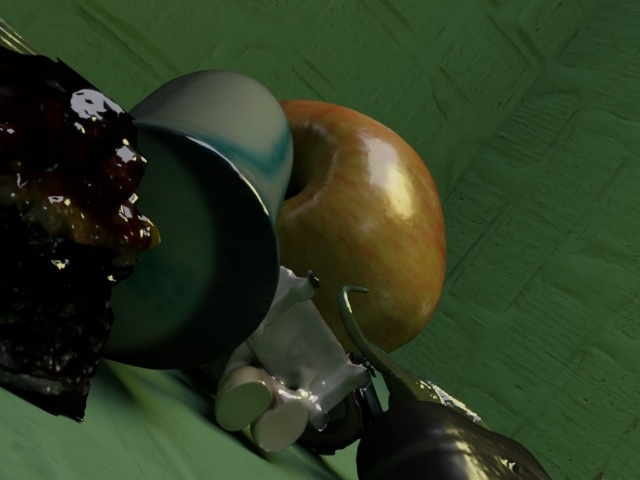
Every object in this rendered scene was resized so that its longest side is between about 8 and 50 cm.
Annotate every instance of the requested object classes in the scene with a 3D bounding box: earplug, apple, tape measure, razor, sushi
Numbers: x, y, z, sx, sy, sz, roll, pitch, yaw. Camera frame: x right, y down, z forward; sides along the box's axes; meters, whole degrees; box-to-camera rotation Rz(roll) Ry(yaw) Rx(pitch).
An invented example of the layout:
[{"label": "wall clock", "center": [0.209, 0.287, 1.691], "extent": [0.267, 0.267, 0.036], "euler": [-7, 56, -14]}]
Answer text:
[{"label": "earplug", "center": [-0.095, -0.057, 0.785], "extent": [0.185, 0.185, 0.324], "euler": [39, 25, -9]}, {"label": "apple", "center": [0.000, 0.000, 1.414], "extent": [0.391, 0.391, 0.346], "euler": [37, -9, 41]}, {"label": "tape measure", "center": [0.009, 0.183, 0.914], "extent": [0.180, 0.107, 0.104], "euler": [-86, 154, -63]}, {"label": "razor", "center": [0.151, 0.253, 0.690], "extent": [0.204, 0.113, 0.349], "euler": [33, 9, -28]}, {"label": "sushi", "center": [-0.170, -0.024, 0.542], "extent": [0.172, 0.150, 0.153], "euler": [39, -1, -32]}]

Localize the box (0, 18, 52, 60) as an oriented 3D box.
[{"label": "box", "center": [-0.496, -0.255, 1.302], "extent": [0.226, 0.149, 0.226], "euler": [39, -1, 1]}]

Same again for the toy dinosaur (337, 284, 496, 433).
[{"label": "toy dinosaur", "center": [0.112, 0.183, 0.932], "extent": [0.147, 0.076, 0.363], "euler": [40, -12, 44]}]

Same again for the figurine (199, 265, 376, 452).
[{"label": "figurine", "center": [-0.070, 0.075, 0.882], "extent": [0.182, 0.144, 0.257], "euler": [36, -3, -30]}]
